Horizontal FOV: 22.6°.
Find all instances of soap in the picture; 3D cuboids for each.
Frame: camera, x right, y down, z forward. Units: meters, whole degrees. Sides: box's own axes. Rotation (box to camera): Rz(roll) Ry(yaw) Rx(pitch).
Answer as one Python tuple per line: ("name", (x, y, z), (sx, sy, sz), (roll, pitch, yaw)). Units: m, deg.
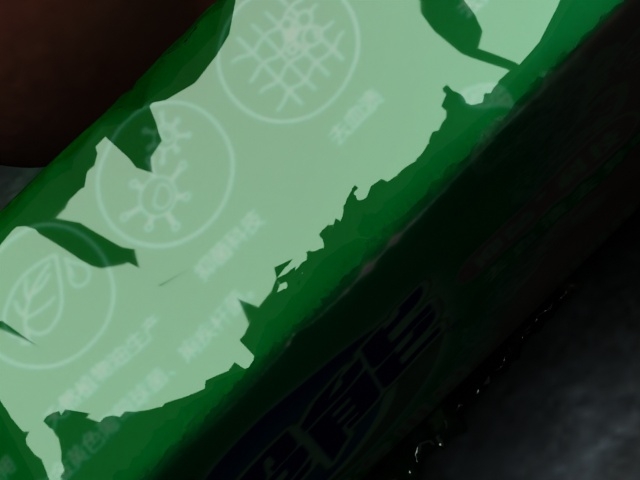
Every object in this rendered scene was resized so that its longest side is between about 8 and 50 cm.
("soap", (-0.002, -0.002, 0.459), (0.273, 0.218, 0.098), (-45, 65, 3))

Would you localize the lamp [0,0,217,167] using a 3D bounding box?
("lamp", (-0.117, -0.155, 0.591), (0.306, 0.239, 0.305), (7, 52, -8))
